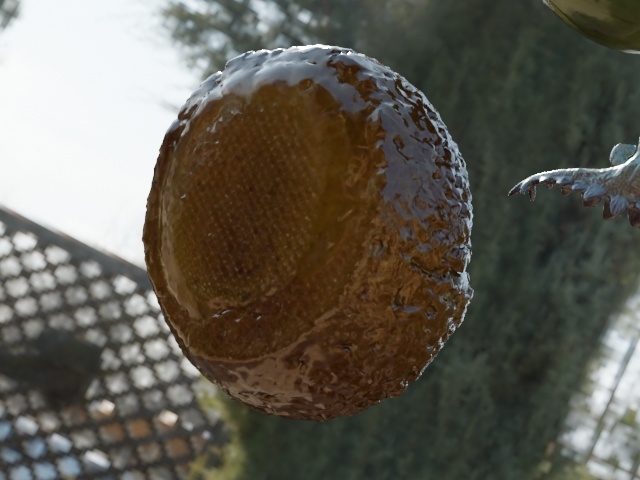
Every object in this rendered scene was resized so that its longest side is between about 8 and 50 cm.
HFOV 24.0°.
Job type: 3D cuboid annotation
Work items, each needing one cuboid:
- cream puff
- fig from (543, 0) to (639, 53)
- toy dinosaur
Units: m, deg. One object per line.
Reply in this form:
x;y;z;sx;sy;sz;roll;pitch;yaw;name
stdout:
0.000;0.000;1.235;0.303;0.303;0.212;19;-2;38;cream puff
0.265;-0.267;1.285;0.225;0.203;0.203;6;1;-29;fig
0.232;-0.047;1.120;0.209;0.082;0.039;-7;-34;29;toy dinosaur
